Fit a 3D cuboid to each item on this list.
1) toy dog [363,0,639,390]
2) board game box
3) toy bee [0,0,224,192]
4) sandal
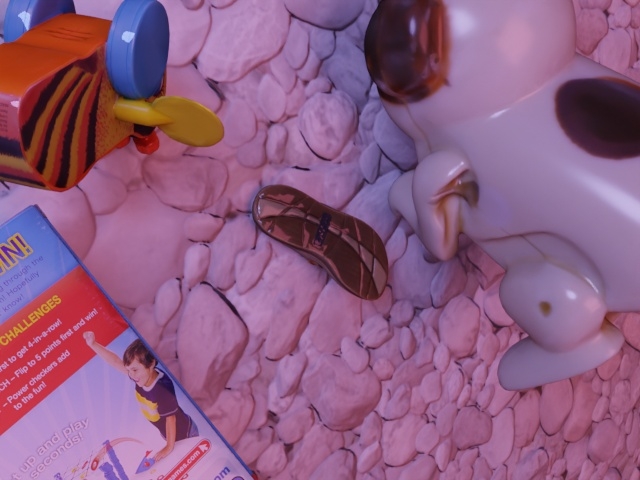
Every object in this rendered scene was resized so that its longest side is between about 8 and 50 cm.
[{"bbox_3d":[0.204,-0.095,0.780,0.285,0.395,0.408,-38,89,-14],"label":"toy dog"},{"bbox_3d":[-0.233,0.186,0.552,0.308,0.086,0.302,-42,103,-30],"label":"board game box"},{"bbox_3d":[-0.150,-0.111,0.589,0.298,0.195,0.162,-42,149,-40],"label":"toy bee"},{"bbox_3d":[0.000,0.000,0.823,0.180,0.049,0.072,31,72,-26],"label":"sandal"}]
